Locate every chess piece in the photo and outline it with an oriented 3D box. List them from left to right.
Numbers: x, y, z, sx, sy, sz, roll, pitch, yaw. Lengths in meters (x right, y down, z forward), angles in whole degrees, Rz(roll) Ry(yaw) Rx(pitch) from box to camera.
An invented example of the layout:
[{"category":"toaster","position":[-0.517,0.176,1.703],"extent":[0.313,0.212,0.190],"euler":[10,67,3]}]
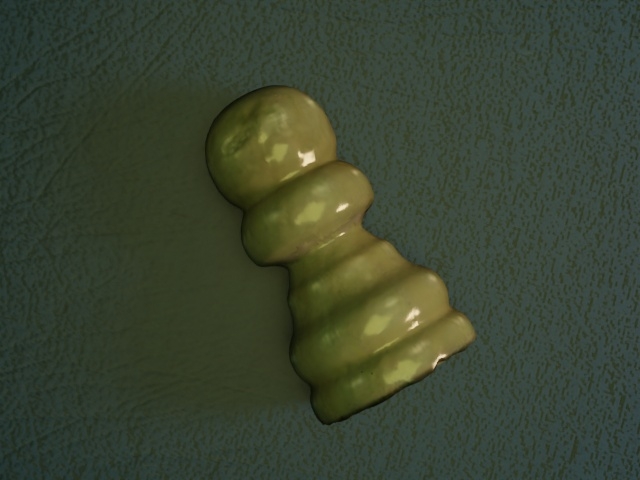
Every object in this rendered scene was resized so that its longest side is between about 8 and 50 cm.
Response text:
[{"category":"chess piece","position":[0.000,0.000,0.828],"extent":[0.133,0.133,0.243],"euler":[-30,87,-2]}]
